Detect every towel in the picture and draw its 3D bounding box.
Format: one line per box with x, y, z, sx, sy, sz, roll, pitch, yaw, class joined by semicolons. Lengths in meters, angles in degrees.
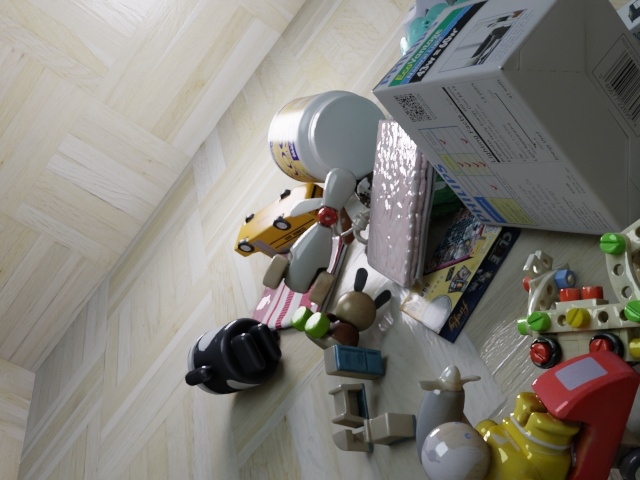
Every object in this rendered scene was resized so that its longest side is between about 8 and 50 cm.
-0.062;0.118;2.189;0.329;0.037;0.237;-18;47;55;towel
0.165;-0.087;1.767;0.317;0.053;0.332;-145;60;-75;towel

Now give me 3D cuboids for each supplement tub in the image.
0.019;-0.267;2.213;0.241;0.241;0.331;-61;20;-6;supplement tub

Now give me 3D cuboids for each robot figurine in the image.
-0.217;0.288;2.111;0.278;0.209;0.173;-26;52;49;robot figurine

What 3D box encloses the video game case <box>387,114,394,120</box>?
0.241;-0.340;2.165;0.201;0.023;0.183;-22;43;52;video game case

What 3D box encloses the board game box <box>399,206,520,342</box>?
0.264;0.062;1.633;0.243;0.042;0.165;-58;25;0;board game box

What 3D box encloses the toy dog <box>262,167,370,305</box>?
0.000;0.000;2.021;0.334;0.220;0.161;-45;0;2;toy dog

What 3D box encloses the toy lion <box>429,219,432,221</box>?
0.221;-0.075;1.892;0.096;0.034;0.100;-36;32;53;toy lion

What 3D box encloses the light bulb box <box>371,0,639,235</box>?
0.340;-0.209;1.395;0.225;0.358;0.361;-49;23;-14;light bulb box

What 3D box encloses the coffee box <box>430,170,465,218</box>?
0.251;-0.125;1.826;0.113;0.040;0.184;-15;42;16;coffee box

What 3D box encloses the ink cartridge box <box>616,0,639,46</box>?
0.589;-0.367;1.419;0.175;0.127;0.072;-38;34;40;ink cartridge box

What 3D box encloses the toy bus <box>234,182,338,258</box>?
-0.100;-0.042;2.329;0.332;0.130;0.108;-30;38;46;toy bus

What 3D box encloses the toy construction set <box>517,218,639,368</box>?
0.396;0.078;1.237;0.327;0.151;0.215;158;113;-64;toy construction set

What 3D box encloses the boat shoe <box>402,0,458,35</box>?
0.301;-0.604;2.116;0.156;0.136;0.367;-56;-9;-8;boat shoe

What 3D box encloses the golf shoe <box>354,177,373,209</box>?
0.131;-0.100;2.011;0.077;0.094;0.198;-58;26;-2;golf shoe

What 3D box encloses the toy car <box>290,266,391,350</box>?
0.062;0.154;1.791;0.188;0.155;0.149;-53;23;-11;toy car

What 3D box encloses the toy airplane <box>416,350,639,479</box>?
0.226;0.334;1.113;0.386;0.272;0.384;-24;42;51;toy airplane

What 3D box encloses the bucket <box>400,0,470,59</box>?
0.307;-0.340;1.754;0.281;0.281;0.183;-39;40;36;bucket

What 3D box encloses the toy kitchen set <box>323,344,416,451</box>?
0.112;0.289;1.611;0.166;0.122;0.207;-32;55;44;toy kitchen set
